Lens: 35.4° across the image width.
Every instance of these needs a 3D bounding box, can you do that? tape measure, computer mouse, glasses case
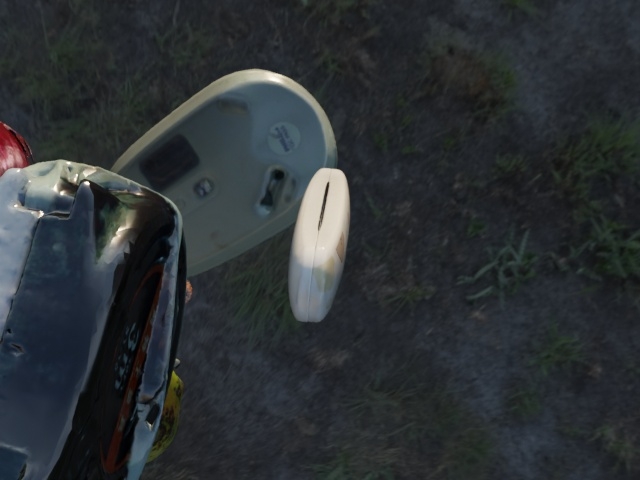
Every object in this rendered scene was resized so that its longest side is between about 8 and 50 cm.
[{"bbox_3d":[-0.132,0.056,0.499,0.107,0.181,0.182,11,68,4],"label":"tape measure"},{"bbox_3d":[-0.126,-0.079,1.239,0.331,0.095,0.197,-28,93,27],"label":"computer mouse"},{"bbox_3d":[0.000,0.000,0.754,0.041,0.063,0.164,8,29,2],"label":"glasses case"}]

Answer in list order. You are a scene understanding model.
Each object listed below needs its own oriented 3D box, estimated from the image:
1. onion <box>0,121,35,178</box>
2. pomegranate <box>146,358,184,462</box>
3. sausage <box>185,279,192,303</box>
[{"bbox_3d":[-0.438,-0.019,1.032,0.232,0.314,0.314,43,72,-1],"label":"onion"},{"bbox_3d":[-0.331,0.294,1.574,0.204,0.222,0.276,14,65,7],"label":"pomegranate"},{"bbox_3d":[-0.235,0.077,1.454,0.036,0.158,0.042,17,74,-34],"label":"sausage"}]
